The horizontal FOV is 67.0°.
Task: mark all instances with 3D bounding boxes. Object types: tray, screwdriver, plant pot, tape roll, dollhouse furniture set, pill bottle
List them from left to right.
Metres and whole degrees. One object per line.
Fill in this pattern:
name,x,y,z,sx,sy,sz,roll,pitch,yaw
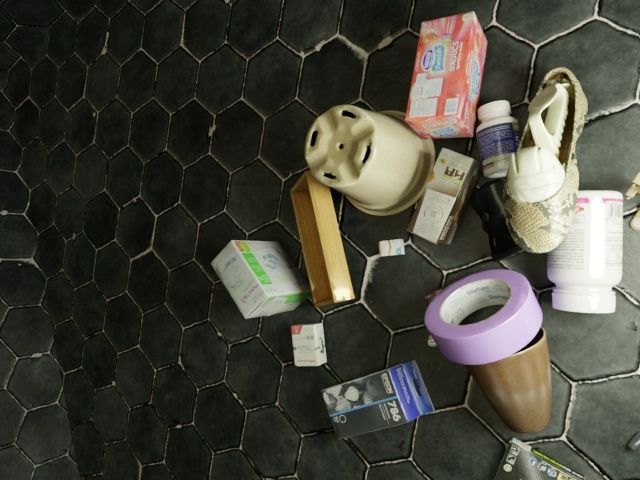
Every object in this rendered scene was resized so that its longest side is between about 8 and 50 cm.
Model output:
tray,0.000,0.000,1.548,0.203,0.076,0.410,145,115,-69
plant pot,0.123,-0.246,1.403,0.334,0.306,0.333,-1,89,32
tape roll,0.410,0.189,1.235,0.275,0.274,0.090,-22,110,29
pill bottle,0.480,-0.271,1.298,0.112,0.112,0.186,-12,83,31
plant pot,0.498,0.361,1.238,0.216,0.215,0.230,-18,94,30
pill bottle,0.636,0.027,1.169,0.161,0.160,0.282,1,89,31
dollhouse furniture set,0.760,-0.059,1.102,0.144,0.151,0.123,37,107,29
screwdriver,0.798,0.438,1.144,0.169,0.024,0.025,-51,36,18

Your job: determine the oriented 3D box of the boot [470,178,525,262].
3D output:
boot,0.477,-0.061,1.241,0.094,0.246,0.207,-16,81,-7

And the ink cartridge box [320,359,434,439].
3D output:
ink cartridge box,0.169,0.498,1.502,0.333,0.065,0.165,-28,74,27

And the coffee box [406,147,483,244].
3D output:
coffee box,0.353,-0.118,1.357,0.098,0.141,0.246,28,103,29

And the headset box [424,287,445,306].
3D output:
headset box,0.348,0.181,1.416,0.062,0.032,0.083,-32,72,26

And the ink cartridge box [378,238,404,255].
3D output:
ink cartridge box,0.216,0.023,1.502,0.083,0.028,0.048,-7,85,31

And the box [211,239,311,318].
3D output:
box,-0.192,0.126,1.613,0.127,0.262,0.231,-46,66,22

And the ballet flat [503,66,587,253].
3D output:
ballet flat,0.514,-0.212,1.123,0.164,0.182,0.482,3,60,38

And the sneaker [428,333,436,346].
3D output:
sneaker,0.360,0.277,1.403,0.098,0.038,0.069,2,91,31

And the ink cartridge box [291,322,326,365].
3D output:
ink cartridge box,-0.039,0.351,1.634,0.099,0.056,0.135,-9,84,31

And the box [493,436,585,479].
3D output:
box,0.561,0.650,1.270,0.191,0.045,0.184,24,99,30

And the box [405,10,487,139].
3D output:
box,0.349,-0.444,1.331,0.154,0.142,0.299,4,79,34
